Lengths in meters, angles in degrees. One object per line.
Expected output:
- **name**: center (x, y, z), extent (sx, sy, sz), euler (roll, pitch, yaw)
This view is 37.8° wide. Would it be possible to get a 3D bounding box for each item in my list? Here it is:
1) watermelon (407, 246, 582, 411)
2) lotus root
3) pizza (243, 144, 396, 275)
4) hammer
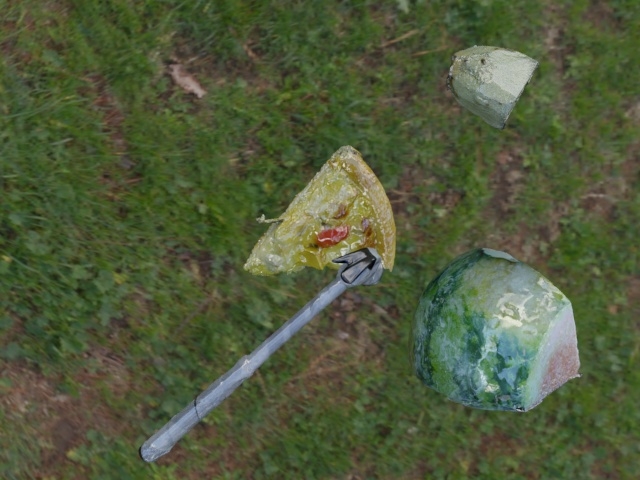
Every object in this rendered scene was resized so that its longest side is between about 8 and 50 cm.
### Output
- **watermelon**: center (0.230, 0.130, 1.389), extent (0.180, 0.305, 0.224), euler (33, 85, -34)
- **lotus root**: center (0.287, -0.278, 1.592), extent (0.144, 0.070, 0.143), euler (22, 70, 4)
- **pizza**: center (0.000, 0.000, 1.674), extent (0.288, 0.075, 0.280), euler (-31, 128, 2)
- **hammer**: center (-0.080, 0.159, 1.278), extent (0.427, 0.152, 0.044), euler (-42, 78, 3)
